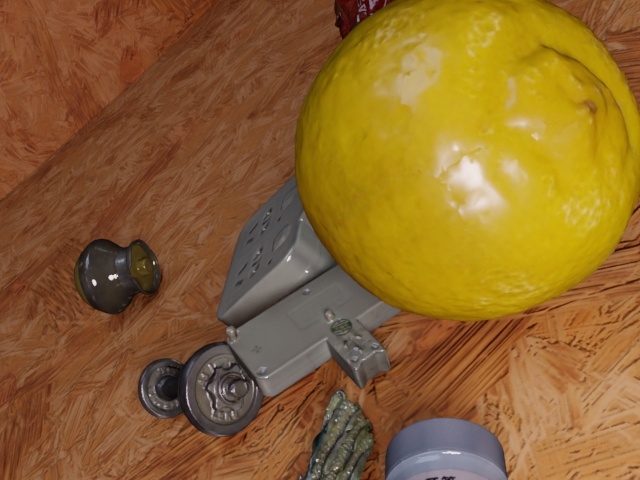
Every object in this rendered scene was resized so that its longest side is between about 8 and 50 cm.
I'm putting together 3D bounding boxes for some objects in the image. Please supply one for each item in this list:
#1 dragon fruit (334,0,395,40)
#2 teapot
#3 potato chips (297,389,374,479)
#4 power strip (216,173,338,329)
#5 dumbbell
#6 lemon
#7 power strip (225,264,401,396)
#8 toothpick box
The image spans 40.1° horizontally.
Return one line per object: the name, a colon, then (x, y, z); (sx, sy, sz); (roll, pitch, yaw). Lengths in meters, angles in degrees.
dragon fruit: (0.137, -0.352, 1.342); (0.244, 0.244, 0.299); (-20, 16, 35)
teapot: (-0.336, 0.054, 1.487); (0.119, 0.130, 0.166); (-14, 2, 16)
potato chips: (0.012, 0.236, 0.858); (0.092, 0.028, 0.207); (-12, 40, 41)
power strip: (0.000, 0.000, 1.151); (0.261, 0.141, 0.229); (-42, 23, 29)
dumbbell: (-0.166, 0.183, 1.087); (0.255, 0.110, 0.110); (-11, 39, 52)
lemon: (0.135, -0.080, 0.853); (0.348, 0.348, 0.348); (-30, 29, 19)
power strip: (0.018, 0.097, 0.975); (0.216, 0.061, 0.145); (-33, 46, -15)
toothpick box: (0.100, 0.227, 0.677); (0.101, 0.101, 0.153); (-28, 31, 23)
